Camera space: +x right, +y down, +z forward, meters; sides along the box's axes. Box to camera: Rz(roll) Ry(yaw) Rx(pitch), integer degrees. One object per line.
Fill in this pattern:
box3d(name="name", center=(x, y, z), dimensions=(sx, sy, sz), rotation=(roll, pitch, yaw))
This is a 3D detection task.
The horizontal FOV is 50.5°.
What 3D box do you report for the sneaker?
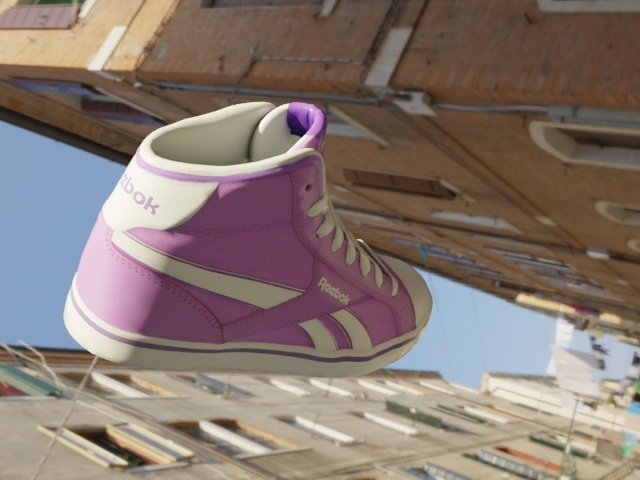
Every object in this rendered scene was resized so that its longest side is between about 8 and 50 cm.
box3d(name="sneaker", center=(0.000, 0.001, 0.432), dimensions=(0.282, 0.102, 0.161), rotation=(4, -57, -44))
